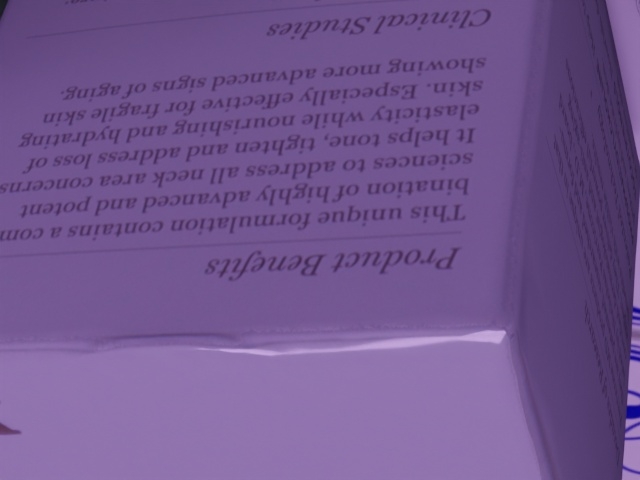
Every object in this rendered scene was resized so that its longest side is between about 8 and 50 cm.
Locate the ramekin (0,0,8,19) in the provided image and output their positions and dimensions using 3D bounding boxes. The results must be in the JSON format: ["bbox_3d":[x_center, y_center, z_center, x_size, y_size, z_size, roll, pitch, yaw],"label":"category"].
[{"bbox_3d":[-0.299,-0.074,1.088,0.303,0.148,0.303,21,148,14],"label":"ramekin"}]

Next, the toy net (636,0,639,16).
[{"bbox_3d":[0.210,-0.184,1.032,0.122,0.045,0.232,-8,138,16],"label":"toy net"}]

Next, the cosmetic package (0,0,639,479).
[{"bbox_3d":[0.000,0.000,0.990,0.329,0.394,0.327,-2,140,18],"label":"cosmetic package"}]
